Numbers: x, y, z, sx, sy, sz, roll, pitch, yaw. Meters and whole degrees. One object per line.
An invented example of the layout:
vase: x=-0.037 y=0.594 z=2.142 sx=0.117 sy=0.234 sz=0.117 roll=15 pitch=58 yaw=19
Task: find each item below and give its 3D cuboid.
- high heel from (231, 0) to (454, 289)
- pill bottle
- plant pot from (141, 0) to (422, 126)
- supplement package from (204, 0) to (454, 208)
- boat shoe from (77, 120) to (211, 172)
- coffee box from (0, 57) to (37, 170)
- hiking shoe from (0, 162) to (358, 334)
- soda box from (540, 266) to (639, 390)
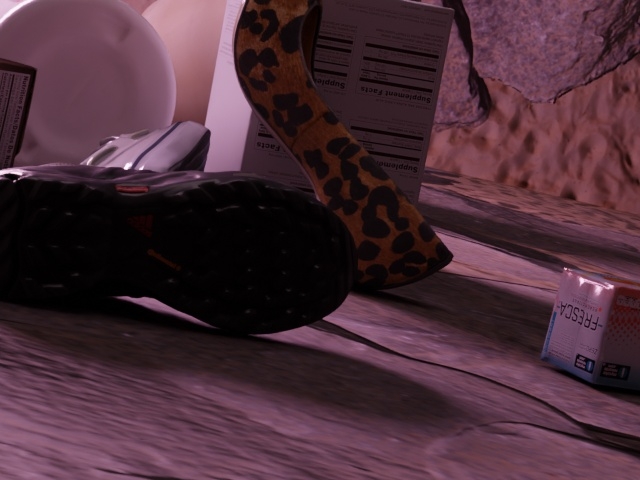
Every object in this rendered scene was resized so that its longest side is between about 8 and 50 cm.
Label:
high heel: x=0.027 y=-0.100 z=1.246 sx=0.186 sy=0.261 sz=0.093 roll=13 pitch=-3 yaw=14
pill bottle: x=-0.235 y=-0.135 z=1.458 sx=0.161 sy=0.161 sz=0.283 roll=11 pitch=6 yaw=-24
plant pot: x=-0.068 y=-0.213 z=2.103 sx=0.280 sy=0.323 sz=0.323 roll=-2 pitch=-4 yaw=34
supplement package: x=-0.003 y=-0.104 z=1.427 sx=0.149 sy=0.203 sz=0.194 roll=9 pitch=8 yaw=-14
boat shoe: x=-0.130 y=-0.050 z=1.254 sx=0.076 sy=0.083 sz=0.226 roll=15 pitch=6 yaw=3
coffee box: x=-0.324 y=-0.095 z=1.170 sx=0.141 sy=0.098 sz=0.246 roll=16 pitch=6 yaw=26
hiking shoe: x=-0.091 y=-0.008 z=0.929 sx=0.227 sy=0.086 sz=0.114 roll=10 pitch=10 yaw=-27
soda box: x=0.229 y=0.064 z=1.083 sx=0.183 sy=0.063 sz=0.058 roll=11 pitch=6 yaw=-28
